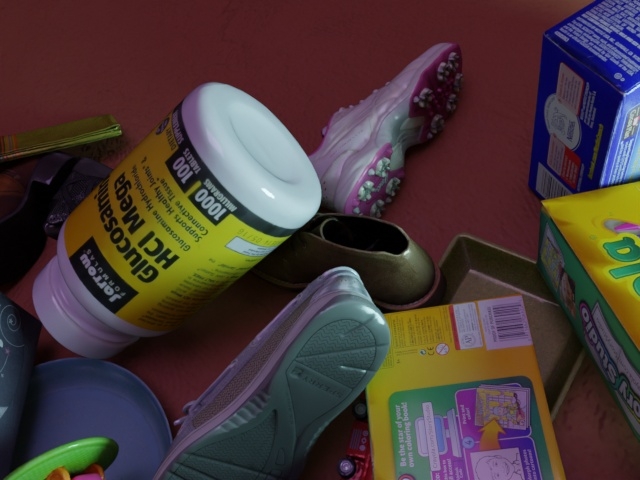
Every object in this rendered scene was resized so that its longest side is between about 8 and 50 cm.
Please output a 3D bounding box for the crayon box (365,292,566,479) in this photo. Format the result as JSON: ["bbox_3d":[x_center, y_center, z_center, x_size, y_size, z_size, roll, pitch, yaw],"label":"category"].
[{"bbox_3d":[0.132,0.195,0.656,0.166,0.081,0.278,-9,55,9],"label":"crayon box"}]

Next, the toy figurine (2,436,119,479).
[{"bbox_3d":[-0.245,0.308,0.689,0.173,0.130,0.159,-41,63,14],"label":"toy figurine"}]

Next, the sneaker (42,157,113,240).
[{"bbox_3d":[-0.293,-0.030,0.983,0.228,0.087,0.130,21,67,30],"label":"sneaker"}]

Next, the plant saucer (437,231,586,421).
[{"bbox_3d":[0.194,0.103,0.780,0.188,0.045,0.188,24,66,27],"label":"plant saucer"}]

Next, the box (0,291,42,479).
[{"bbox_3d":[-0.434,0.174,0.785,0.142,0.163,0.247,-10,56,11],"label":"box"}]

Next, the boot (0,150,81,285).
[{"bbox_3d":[-0.532,-0.057,1.060,0.281,0.096,0.264,12,62,24],"label":"boot"}]

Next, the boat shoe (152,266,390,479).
[{"bbox_3d":[-0.058,0.164,0.707,0.320,0.118,0.103,-52,22,14],"label":"boat shoe"}]

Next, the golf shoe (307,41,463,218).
[{"bbox_3d":[0.080,-0.165,0.952,0.140,0.115,0.306,24,66,31],"label":"golf shoe"}]

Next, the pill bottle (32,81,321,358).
[{"bbox_3d":[-0.176,-0.008,0.816,0.334,0.188,0.187,-39,51,22],"label":"pill bottle"}]

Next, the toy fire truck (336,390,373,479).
[{"bbox_3d":[0.083,0.253,0.711,0.135,0.047,0.192,7,59,19],"label":"toy fire truck"}]

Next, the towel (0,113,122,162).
[{"bbox_3d":[-0.430,-0.157,1.078,0.237,0.021,0.102,-17,32,-20],"label":"towel"}]

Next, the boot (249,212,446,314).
[{"bbox_3d":[0.000,0.000,0.844,0.305,0.115,0.112,12,61,40],"label":"boot"}]

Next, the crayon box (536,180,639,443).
[{"bbox_3d":[0.411,0.077,0.626,0.313,0.106,0.362,-10,41,-3],"label":"crayon box"}]

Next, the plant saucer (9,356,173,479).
[{"bbox_3d":[-0.308,0.287,0.801,0.318,0.043,0.317,-7,55,11],"label":"plant saucer"}]

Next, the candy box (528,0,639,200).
[{"bbox_3d":[0.395,-0.183,0.777,0.317,0.268,0.122,-32,58,-7],"label":"candy box"}]
